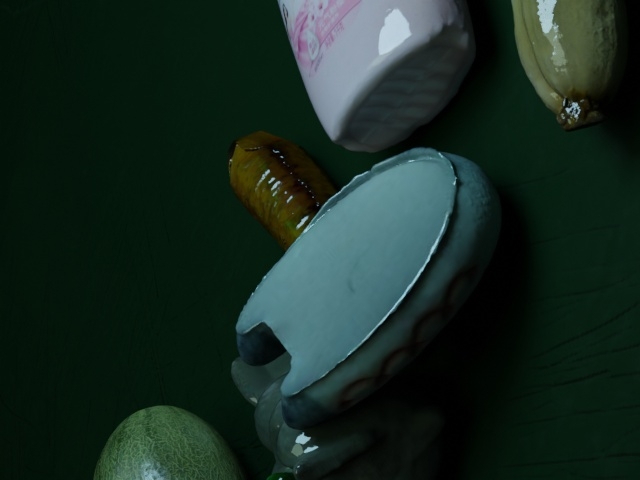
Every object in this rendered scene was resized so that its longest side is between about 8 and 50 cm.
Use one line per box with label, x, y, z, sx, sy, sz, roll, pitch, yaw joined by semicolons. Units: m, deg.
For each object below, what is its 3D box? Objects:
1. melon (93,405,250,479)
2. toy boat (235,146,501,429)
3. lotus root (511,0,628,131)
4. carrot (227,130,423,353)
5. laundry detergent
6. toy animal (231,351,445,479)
melon;-0.121;0.232;1.100;0.139;0.139;0.192;-50;48;42
toy boat;0.039;0.032;0.875;0.207;0.079;0.134;-48;36;4
lotus root;0.150;-0.135;0.789;0.073;0.062;0.150;121;146;-70
carrot;0.000;0.000;1.002;0.260;0.070;0.070;54;130;44
laundry detergent;0.014;-0.234;0.984;0.159;0.088;0.335;-45;51;40
toy animal;0.009;0.136;0.967;0.108;0.138;0.236;56;178;-15
